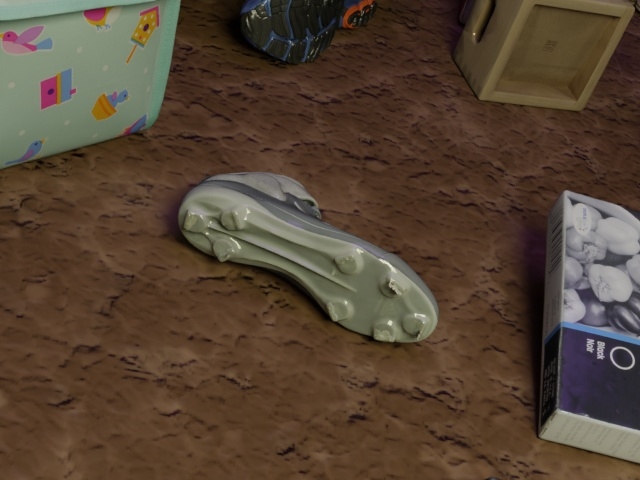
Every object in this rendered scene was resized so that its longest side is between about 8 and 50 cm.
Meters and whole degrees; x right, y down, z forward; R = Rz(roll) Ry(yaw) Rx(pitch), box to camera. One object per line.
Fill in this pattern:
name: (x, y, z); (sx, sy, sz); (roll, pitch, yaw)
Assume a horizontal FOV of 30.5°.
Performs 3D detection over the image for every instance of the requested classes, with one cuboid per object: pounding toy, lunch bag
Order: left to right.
lunch bag: (-0.213, -0.191, 0.840); (0.223, 0.262, 0.160); (-21, 54, -44)
pounding toy: (0.267, -0.233, 1.199); (0.206, 0.181, 0.094); (3, 40, -24)

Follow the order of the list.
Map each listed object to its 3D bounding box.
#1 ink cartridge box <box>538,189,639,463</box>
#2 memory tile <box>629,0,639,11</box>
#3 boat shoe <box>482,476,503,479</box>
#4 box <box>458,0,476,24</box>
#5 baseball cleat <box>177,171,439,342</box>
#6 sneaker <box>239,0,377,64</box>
ink cartridge box: (0.270, 0.076, 0.885); (0.208, 0.045, 0.206); (16, 52, -7)
memory tile: (0.428, -0.315, 1.524); (0.148, 0.012, 0.113); (39, 40, 23)
boat shoe: (0.071, 0.237, 0.589); (0.119, 0.121, 0.335); (23, 25, 15)
box: (0.254, -0.328, 1.358); (0.149, 0.127, 0.232); (19, 36, -3)
baseball cleat: (0.000, 0.000, 0.868); (0.206, 0.072, 0.109); (28, 30, 2)
sneaker: (-0.020, -0.234, 1.159); (0.087, 0.083, 0.221); (21, 29, 22)
